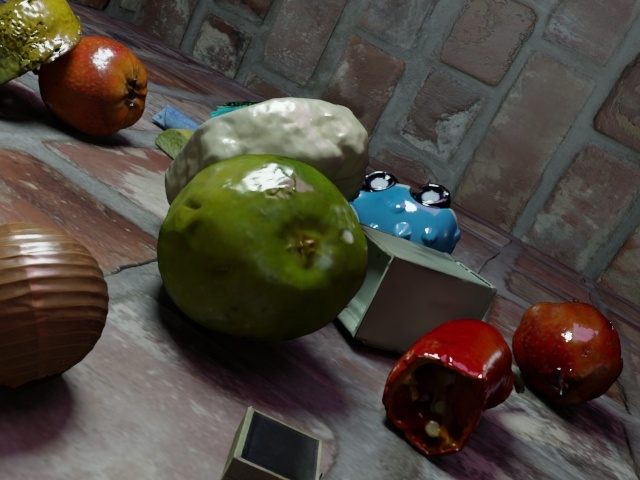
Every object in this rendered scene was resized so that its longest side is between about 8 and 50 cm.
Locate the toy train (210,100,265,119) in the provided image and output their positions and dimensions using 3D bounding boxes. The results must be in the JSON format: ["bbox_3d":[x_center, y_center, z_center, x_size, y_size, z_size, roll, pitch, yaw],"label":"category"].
[{"bbox_3d":[-0.184,-0.270,1.525,0.198,0.154,0.107,1,14,12],"label":"toy train"}]

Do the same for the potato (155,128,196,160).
[{"bbox_3d":[-0.279,-0.217,1.376,0.120,0.081,0.149,41,21,33],"label":"potato"}]

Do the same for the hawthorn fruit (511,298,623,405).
[{"bbox_3d":[0.420,0.208,1.052,0.181,0.181,0.235,30,34,7],"label":"hawthorn fruit"}]

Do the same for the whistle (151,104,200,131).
[{"bbox_3d":[-0.293,-0.248,1.485,0.304,0.062,0.062,34,17,24],"label":"whistle"}]

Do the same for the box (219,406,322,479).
[{"bbox_3d":[-0.039,0.196,0.538,0.083,0.035,0.079,25,16,-5],"label":"box"}]

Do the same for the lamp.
[{"bbox_3d":[-0.240,0.052,0.488,0.136,0.136,0.136,25,16,-8],"label":"lamp"}]

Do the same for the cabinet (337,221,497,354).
[{"bbox_3d":[0.130,0.085,0.955,0.206,0.150,0.145,18,14,-29],"label":"cabinet"}]

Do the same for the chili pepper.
[{"bbox_3d":[0.200,0.171,0.837,0.131,0.134,0.338,21,13,28],"label":"chili pepper"}]

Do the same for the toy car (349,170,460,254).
[{"bbox_3d":[0.158,-0.018,1.285,0.255,0.188,0.190,19,47,24],"label":"toy car"}]

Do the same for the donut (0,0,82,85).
[{"bbox_3d":[-0.555,-0.371,1.093,0.272,0.272,0.107,51,-13,55],"label":"donut"}]

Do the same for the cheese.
[{"bbox_3d":[-0.074,-0.098,0.952,0.326,0.318,0.115,48,25,-75],"label":"cheese"}]

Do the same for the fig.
[{"bbox_3d":[-0.102,0.028,0.754,0.233,0.314,0.233,27,49,-36],"label":"fig"}]

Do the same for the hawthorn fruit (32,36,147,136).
[{"bbox_3d":[-0.458,-0.305,1.181,0.226,0.196,0.196,14,15,5],"label":"hawthorn fruit"}]
